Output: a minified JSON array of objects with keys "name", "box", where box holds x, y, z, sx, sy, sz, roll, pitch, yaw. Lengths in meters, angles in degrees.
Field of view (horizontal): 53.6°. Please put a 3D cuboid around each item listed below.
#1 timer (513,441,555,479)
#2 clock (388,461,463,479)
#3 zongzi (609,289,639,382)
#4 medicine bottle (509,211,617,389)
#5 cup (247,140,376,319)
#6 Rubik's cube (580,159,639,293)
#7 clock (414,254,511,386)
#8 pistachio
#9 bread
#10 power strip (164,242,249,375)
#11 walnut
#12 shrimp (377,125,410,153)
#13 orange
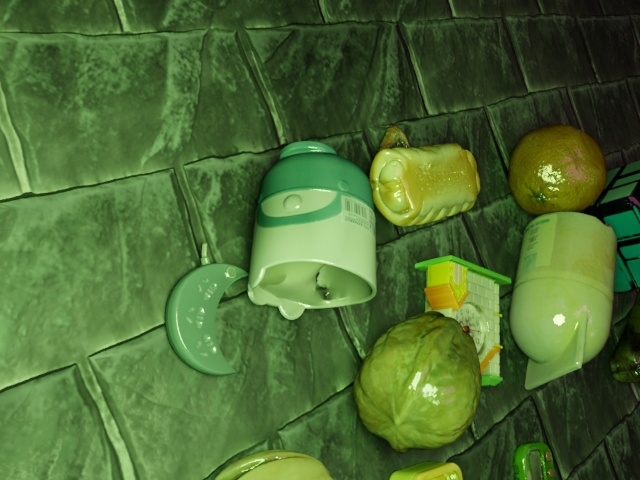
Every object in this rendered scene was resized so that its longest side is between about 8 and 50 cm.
[{"name":"timer","box":[0.505,0.549,1.495,0.128,0.047,0.140,9,71,-39]},{"name":"clock","box":[0.216,0.543,1.227,0.143,0.096,0.202,1,77,-43]},{"name":"zongzi","box":[0.951,0.259,1.891,0.286,0.138,0.300,-3,79,-36]},{"name":"medicine bottle","box":[0.590,0.155,1.556,0.235,0.235,0.406,37,56,-26]},{"name":"cup","box":[0.000,0.000,1.143,0.290,0.219,0.258,52,36,-57]},{"name":"Rubik's cube","box":[0.851,-0.033,1.799,0.293,0.283,0.288,-43,106,-40]},{"name":"clock","box":[0.320,0.188,1.408,0.219,0.106,0.255,19,66,-35]},{"name":"pistachio","box":[-0.069,0.404,1.016,0.226,0.136,0.136,12,70,-30]},{"name":"bread","box":[0.236,-0.125,1.420,0.311,0.121,0.173,-10,87,-41]},{"name":"power strip","box":[-0.187,0.111,1.051,0.137,0.044,0.216,17,67,-34]},{"name":"walnut","box":[0.191,0.268,1.201,0.283,0.227,0.283,-51,153,-40]},{"name":"shrimp","box":[0.169,-0.210,1.454,0.127,0.025,0.091,-45,108,-41]},{"name":"orange","box":[0.620,-0.178,1.674,0.264,0.264,0.264,13,69,-37]}]
